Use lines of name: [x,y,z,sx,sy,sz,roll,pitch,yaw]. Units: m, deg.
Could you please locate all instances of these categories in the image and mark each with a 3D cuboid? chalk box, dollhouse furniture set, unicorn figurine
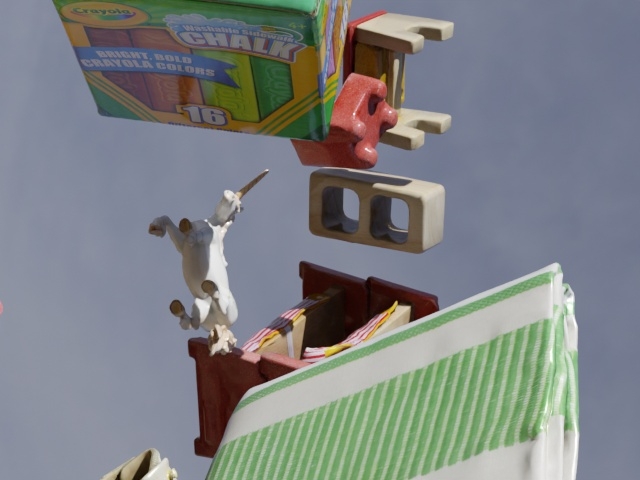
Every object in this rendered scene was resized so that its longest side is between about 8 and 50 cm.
chalk box: [-0.072,-0.205,1.105,0.289,0.180,0.179,80,19,-73]
dollhouse furniture set: [0.000,0.000,1.428,0.152,0.201,0.374,12,-66,28]
unicorn figurine: [-0.089,0.014,1.290,0.060,0.111,0.162,-2,-100,18]

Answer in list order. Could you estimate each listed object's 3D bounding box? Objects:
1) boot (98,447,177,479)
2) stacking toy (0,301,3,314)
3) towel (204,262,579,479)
boot: [-0.080,0.220,1.181,0.077,0.213,0.165,-17,-80,53]
stacking toy: [-0.369,0.050,0.995,0.279,0.308,0.130,-69,138,-81]
towel: [0.024,0.169,0.824,0.247,0.038,0.325,-23,-144,26]
